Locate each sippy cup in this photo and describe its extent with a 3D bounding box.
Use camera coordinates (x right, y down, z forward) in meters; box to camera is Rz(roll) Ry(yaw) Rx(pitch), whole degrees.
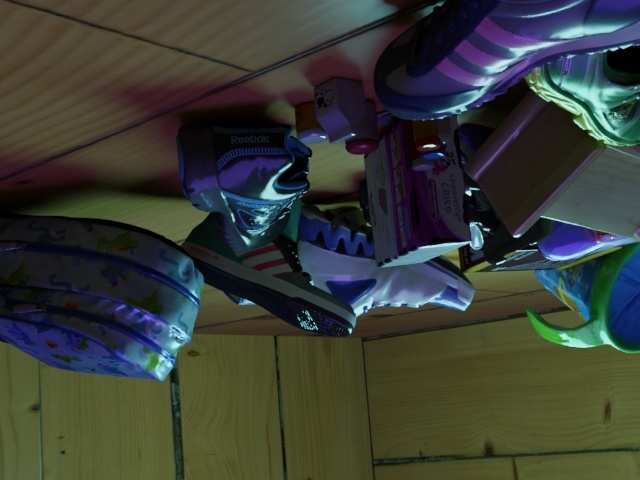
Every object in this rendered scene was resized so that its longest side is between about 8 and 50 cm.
[{"bbox_3d":[0.509,0.049,1.780,0.306,0.240,0.224,-5,-157,-29],"label":"sippy cup"}]

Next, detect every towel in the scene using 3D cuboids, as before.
[{"bbox_3d":[0.112,-0.150,1.206,0.083,0.009,0.060,-11,167,30],"label":"towel"}]

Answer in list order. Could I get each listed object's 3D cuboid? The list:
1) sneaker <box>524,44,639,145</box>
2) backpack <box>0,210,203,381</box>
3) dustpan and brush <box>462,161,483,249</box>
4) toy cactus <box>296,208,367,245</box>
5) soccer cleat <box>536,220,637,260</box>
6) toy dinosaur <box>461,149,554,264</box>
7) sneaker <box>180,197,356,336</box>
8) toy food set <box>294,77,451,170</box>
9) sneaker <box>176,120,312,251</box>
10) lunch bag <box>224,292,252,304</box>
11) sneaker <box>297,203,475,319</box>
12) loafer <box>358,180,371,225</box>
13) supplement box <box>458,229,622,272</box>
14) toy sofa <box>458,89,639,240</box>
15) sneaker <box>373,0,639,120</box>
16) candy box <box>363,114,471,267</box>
[{"bbox_3d":[0.297,-0.162,0.960,0.124,0.109,0.296,-8,169,39],"label":"sneaker"},{"bbox_3d":[-0.346,0.079,1.479,0.356,0.273,0.290,-7,148,13],"label":"backpack"},{"bbox_3d":[0.226,-0.052,1.494,0.147,0.060,0.211,-6,155,10],"label":"dustpan and brush"},{"bbox_3d":[0.000,0.000,1.748,0.180,0.112,0.219,-24,151,34],"label":"toy cactus"},{"bbox_3d":[0.463,-0.046,1.437,0.318,0.108,0.116,-21,-159,7],"label":"soccer cleat"},{"bbox_3d":[0.242,-0.050,1.302,0.160,0.121,0.313,14,-167,-7],"label":"toy dinosaur"},{"bbox_3d":[-0.054,0.019,1.537,0.296,0.178,0.124,25,157,10],"label":"sneaker"},{"bbox_3d":[0.066,-0.121,1.086,0.111,0.104,0.232,4,166,-38],"label":"toy food set"},{"bbox_3d":[-0.071,-0.064,1.280,0.140,0.125,0.341,-8,170,8],"label":"sneaker"},{"bbox_3d":[-0.138,0.063,2.001,0.129,0.096,0.151,3,-164,-35],"label":"lunch bag"},{"bbox_3d":[0.079,0.074,1.670,0.316,0.182,0.127,21,-166,-12],"label":"sneaker"},{"bbox_3d":[0.104,-0.039,1.599,0.076,0.078,0.223,-6,169,12],"label":"loafer"},{"bbox_3d":[0.343,-0.029,1.614,0.194,0.129,0.191,-2,169,-16],"label":"supplement box"},{"bbox_3d":[0.349,-0.093,1.240,0.363,0.177,0.150,10,132,-40],"label":"toy sofa"},{"bbox_3d":[0.138,-0.194,0.808,0.131,0.112,0.319,26,149,-36],"label":"sneaker"},{"bbox_3d":[0.117,-0.057,1.256,0.071,0.159,0.233,-5,174,-10],"label":"candy box"}]
